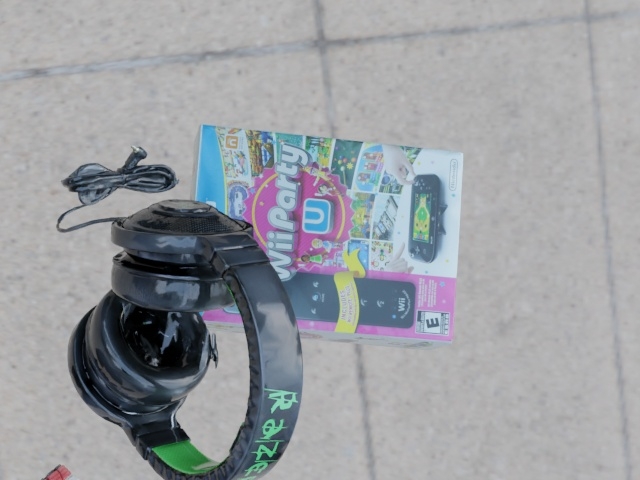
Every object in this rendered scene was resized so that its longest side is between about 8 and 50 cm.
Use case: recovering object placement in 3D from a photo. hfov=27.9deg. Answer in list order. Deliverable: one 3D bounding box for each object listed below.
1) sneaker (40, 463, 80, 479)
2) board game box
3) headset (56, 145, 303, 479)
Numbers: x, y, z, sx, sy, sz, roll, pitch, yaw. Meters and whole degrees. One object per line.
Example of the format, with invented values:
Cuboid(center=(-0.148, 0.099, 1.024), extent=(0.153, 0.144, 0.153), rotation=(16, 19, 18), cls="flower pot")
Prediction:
Cuboid(center=(-0.320, 0.380, 1.539), extent=(0.088, 0.093, 0.225), rotation=(-38, 154, -60), cls="sneaker")
Cuboid(center=(0.000, 0.000, 1.465), extent=(0.304, 0.097, 0.223), rotation=(5, 82, -9), cls="board game box")
Cuboid(center=(-0.131, 0.055, 1.228), extent=(0.185, 0.394, 0.243), rotation=(-7, 134, -41), cls="headset")
